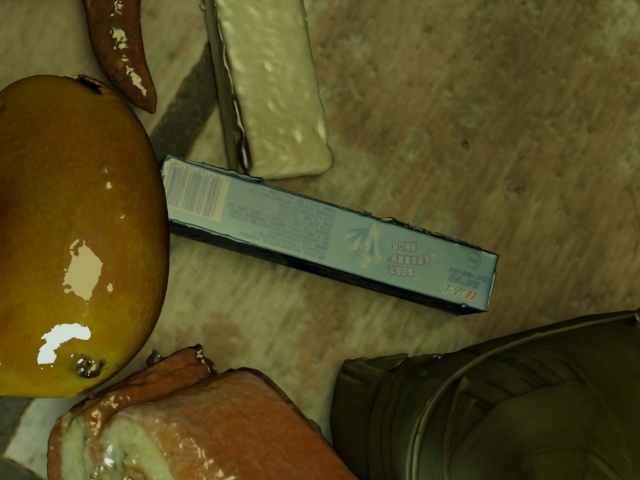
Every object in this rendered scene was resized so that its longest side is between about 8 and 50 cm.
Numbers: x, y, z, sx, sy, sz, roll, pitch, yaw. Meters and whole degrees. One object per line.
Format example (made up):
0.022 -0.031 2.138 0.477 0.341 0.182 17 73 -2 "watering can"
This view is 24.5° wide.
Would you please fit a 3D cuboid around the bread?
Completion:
-0.081 0.187 1.010 0.244 0.190 0.123 51 36 14 "bread"

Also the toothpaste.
0.000 0.000 1.117 0.272 0.066 0.053 16 78 -16 "toothpaste"

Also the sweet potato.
-0.141 -0.222 1.098 0.078 0.058 0.255 7 83 9 "sweet potato"

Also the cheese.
-0.063 -0.243 1.147 0.085 0.034 0.400 -10 87 -23 "cheese"

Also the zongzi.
0.258 0.128 1.019 0.447 0.418 0.181 -14 91 -15 "zongzi"

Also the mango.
-0.180 -0.010 1.019 0.136 0.166 0.236 27 44 -56 "mango"
